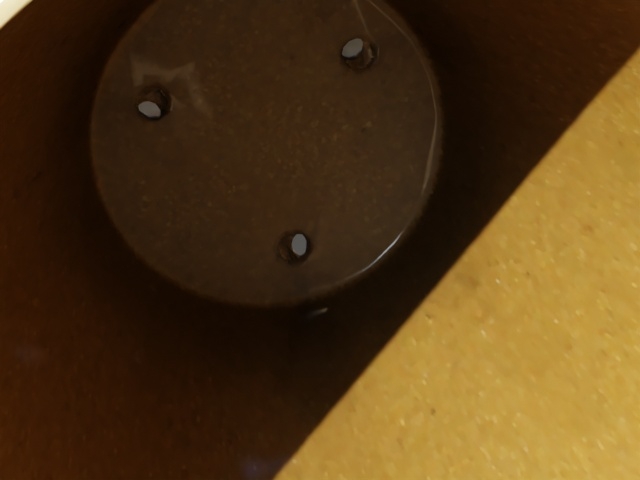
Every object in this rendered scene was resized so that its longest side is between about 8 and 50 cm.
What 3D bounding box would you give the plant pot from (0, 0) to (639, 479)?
[{"bbox_3d":[0.000,0.000,0.487,0.237,0.237,0.254,-12,20,-5],"label":"plant pot"}]
